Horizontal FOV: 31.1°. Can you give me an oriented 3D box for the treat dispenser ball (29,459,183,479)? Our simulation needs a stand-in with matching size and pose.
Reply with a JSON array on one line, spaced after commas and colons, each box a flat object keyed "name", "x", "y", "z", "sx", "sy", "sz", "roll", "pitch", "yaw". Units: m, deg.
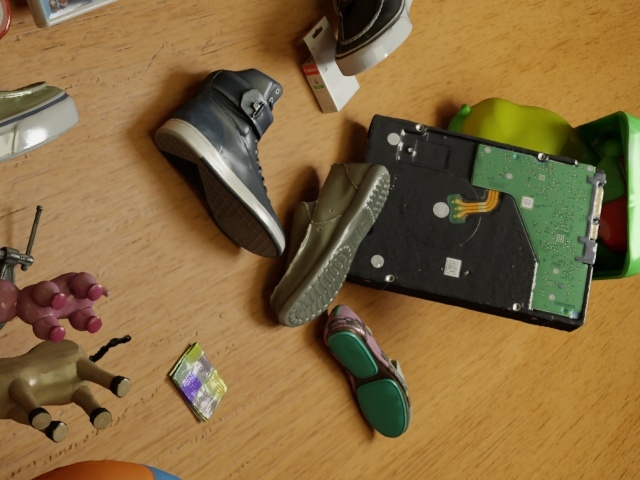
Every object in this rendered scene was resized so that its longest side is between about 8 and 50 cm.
[{"name": "treat dispenser ball", "x": -0.200, "y": 0.347, "z": 1.054, "sx": 0.288, "sy": 0.288, "sz": 0.288, "roll": 3, "pitch": 86, "yaw": -51}]

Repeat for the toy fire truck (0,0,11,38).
[{"name": "toy fire truck", "x": -0.391, "y": -0.304, "z": 0.979, "sx": 0.254, "sy": 0.169, "sz": 0.302, "roll": -16, "pitch": 101, "yaw": -26}]

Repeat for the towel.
[{"name": "towel", "x": -0.142, "y": 0.167, "z": 1.357, "sx": 0.060, "sy": 0.009, "sz": 0.083, "roll": -54, "pitch": 128, "yaw": -36}]

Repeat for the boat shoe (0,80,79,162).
[{"name": "boat shoe", "x": -0.350, "y": -0.103, "z": 1.039, "sx": 0.302, "sy": 0.109, "sz": 0.094, "roll": -29, "pitch": 109, "yaw": -45}]

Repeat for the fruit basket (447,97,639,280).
[{"name": "fruit basket", "x": 0.372, "y": -0.074, "z": 1.798, "sx": 0.392, "sy": 0.392, "sz": 0.283, "roll": 7, "pitch": 82, "yaw": -51}]

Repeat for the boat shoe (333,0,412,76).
[{"name": "boat shoe", "x": 0.067, "y": -0.332, "z": 1.537, "sx": 0.105, "sy": 0.113, "sz": 0.306, "roll": 53, "pitch": 38, "yaw": -25}]

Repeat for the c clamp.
[{"name": "c clamp", "x": -0.344, "y": 0.026, "z": 1.107, "sx": 0.160, "sy": 0.022, "sz": 0.137, "roll": 7, "pitch": 89, "yaw": -51}]

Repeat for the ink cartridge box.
[{"name": "ink cartridge box", "x": 0.006, "y": -0.235, "z": 1.544, "sx": 0.063, "sy": 0.029, "sz": 0.115, "roll": -52, "pitch": 126, "yaw": -38}]

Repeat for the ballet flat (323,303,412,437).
[{"name": "ballet flat", "x": 0.071, "y": 0.173, "z": 1.581, "sx": 0.221, "sy": 0.077, "sz": 0.079, "roll": 59, "pitch": 28, "yaw": -30}]

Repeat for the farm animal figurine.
[{"name": "farm animal figurine", "x": -0.354, "y": 0.100, "z": 0.978, "sx": 0.327, "sy": 0.172, "sz": 0.330, "roll": -48, "pitch": 137, "yaw": -21}]

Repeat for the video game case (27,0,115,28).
[{"name": "video game case", "x": -0.250, "y": -0.337, "z": 1.201, "sx": 0.201, "sy": 0.023, "sz": 0.183, "roll": -36, "pitch": 116, "yaw": -47}]

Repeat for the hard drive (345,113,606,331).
[{"name": "hard drive", "x": 0.211, "y": -0.023, "z": 1.588, "sx": 0.064, "sy": 0.339, "sz": 0.237, "roll": 109, "pitch": -8, "yaw": -75}]

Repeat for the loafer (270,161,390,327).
[{"name": "loafer", "x": 0.000, "y": 0.000, "z": 1.497, "sx": 0.251, "sy": 0.087, "sz": 0.094, "roll": -58, "pitch": 157, "yaw": -21}]

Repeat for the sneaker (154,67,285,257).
[{"name": "sneaker", "x": -0.081, "y": -0.102, "z": 1.384, "sx": 0.226, "sy": 0.086, "sz": 0.163, "roll": 56, "pitch": 52, "yaw": -32}]
